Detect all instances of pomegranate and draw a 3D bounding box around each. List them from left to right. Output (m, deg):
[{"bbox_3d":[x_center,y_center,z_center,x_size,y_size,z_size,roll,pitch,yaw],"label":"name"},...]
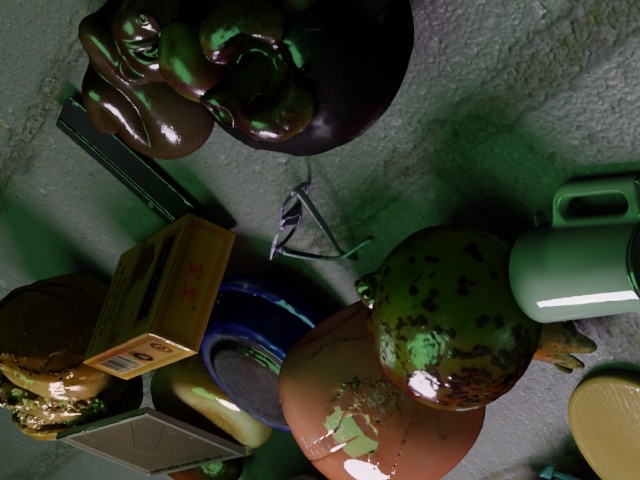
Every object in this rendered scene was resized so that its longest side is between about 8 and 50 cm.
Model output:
[{"bbox_3d":[0.159,0.085,1.468,0.246,0.198,0.198,21,167,-39],"label":"pomegranate"}]

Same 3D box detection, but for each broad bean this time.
[{"bbox_3d":[-0.194,0.353,2.294,0.165,0.084,0.114,-10,118,47],"label":"broad bean"}]

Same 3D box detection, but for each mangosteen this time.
[{"bbox_3d":[-0.036,-0.177,1.285,0.228,0.265,0.228,12,122,20],"label":"mangosteen"}]

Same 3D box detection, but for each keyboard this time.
[{"bbox_3d":[-0.256,-0.103,1.872,0.231,0.023,0.072,41,142,3],"label":"keyboard"}]

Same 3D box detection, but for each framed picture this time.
[{"bbox_3d":[-0.255,0.303,2.084,0.184,0.016,0.250,28,148,-31],"label":"framed picture"}]

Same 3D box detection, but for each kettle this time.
[{"bbox_3d":[0.269,0.014,1.343,0.098,0.126,0.148,24,160,-34],"label":"kettle"}]

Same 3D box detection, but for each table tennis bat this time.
[{"bbox_3d":[0.373,0.274,1.562,0.198,0.050,0.321,12,134,43],"label":"table tennis bat"}]

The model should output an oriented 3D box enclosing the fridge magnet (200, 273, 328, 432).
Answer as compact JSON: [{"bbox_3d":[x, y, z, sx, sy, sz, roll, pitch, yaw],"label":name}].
[{"bbox_3d":[-0.057,0.156,1.860,0.265,0.112,0.265,27,146,20],"label":"fridge magnet"}]

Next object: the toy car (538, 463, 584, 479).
[{"bbox_3d":[0.291,0.321,1.702,0.126,0.098,0.161,20,179,-2],"label":"toy car"}]

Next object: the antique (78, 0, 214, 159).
[{"bbox_3d":[-0.191,-0.190,1.596,0.143,0.121,0.257,26,146,15],"label":"antique"}]

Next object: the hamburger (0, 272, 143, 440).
[{"bbox_3d":[-0.395,0.191,2.164,0.245,0.260,0.211,35,145,28],"label":"hamburger"}]

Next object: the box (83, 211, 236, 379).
[{"bbox_3d":[-0.220,0.080,1.885,0.076,0.174,0.274,23,158,-20],"label":"box"}]

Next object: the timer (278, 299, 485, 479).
[{"bbox_3d":[0.071,0.178,1.623,0.215,0.229,0.229,50,149,-5],"label":"timer"}]

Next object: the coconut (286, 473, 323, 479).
[{"bbox_3d":[-0.011,0.543,2.065,0.405,0.404,0.404,30,147,22],"label":"coconut"}]

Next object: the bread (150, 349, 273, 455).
[{"bbox_3d":[-0.154,0.232,2.069,0.213,0.104,0.213,17,150,10],"label":"bread"}]

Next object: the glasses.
[{"bbox_3d":[0.000,0.000,1.655,0.104,0.062,0.140,36,150,10],"label":"glasses"}]
